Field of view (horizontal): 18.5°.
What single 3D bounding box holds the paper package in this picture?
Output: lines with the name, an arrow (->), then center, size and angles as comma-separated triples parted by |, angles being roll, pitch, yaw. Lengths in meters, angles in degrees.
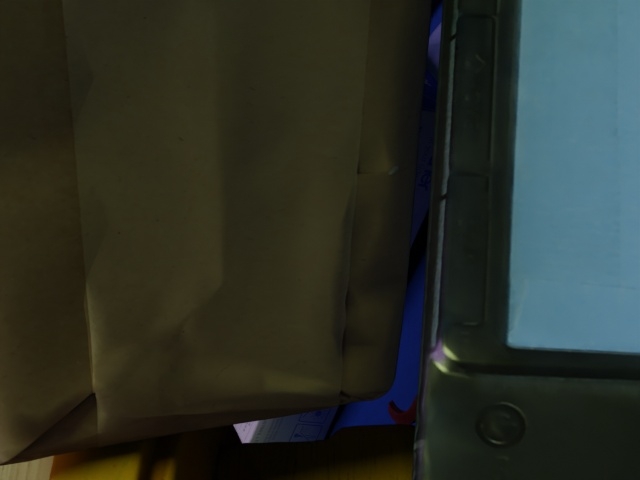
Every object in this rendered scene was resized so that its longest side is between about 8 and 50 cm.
paper package -> -0.070, -0.133, 0.726 | 0.309, 0.168, 0.325 | 92, 169, -49

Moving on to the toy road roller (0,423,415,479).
toy road roller -> -0.053, 0.188, 0.863 | 0.329, 0.240, 0.202 | 69, -158, -54

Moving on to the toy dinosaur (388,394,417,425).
toy dinosaur -> 0.056, 0.053, 0.795 | 0.047, 0.090, 0.082 | -77, -28, -45

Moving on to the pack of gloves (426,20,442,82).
pack of gloves -> 0.037, -0.100, 1.035 | 0.195, 0.046, 0.232 | -89, 24, -43

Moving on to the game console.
game console -> 0.155, -0.067, 0.484 | 0.173, 0.250, 0.293 | 87, -173, -56

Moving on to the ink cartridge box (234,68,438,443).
ink cartridge box -> 0.000, 0.000, 1.000 | 0.207, 0.046, 0.097 | -66, 32, 25
